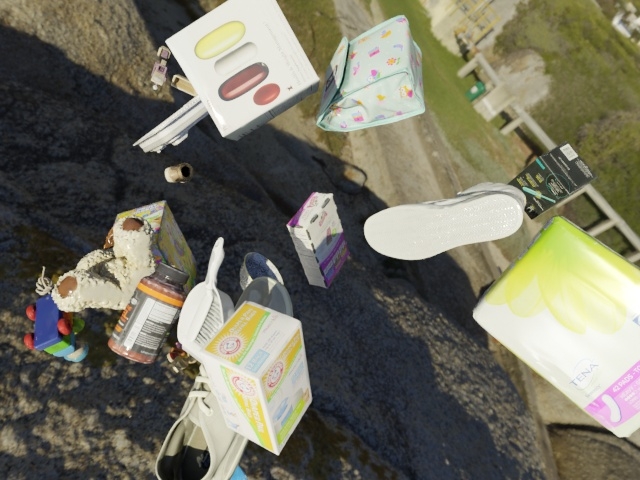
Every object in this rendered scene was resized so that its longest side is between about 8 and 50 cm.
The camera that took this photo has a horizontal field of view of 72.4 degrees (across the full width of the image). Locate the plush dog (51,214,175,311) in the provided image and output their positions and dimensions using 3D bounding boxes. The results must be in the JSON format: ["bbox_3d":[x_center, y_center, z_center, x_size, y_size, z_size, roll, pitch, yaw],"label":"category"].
[{"bbox_3d":[-0.499,0.082,1.051,0.262,0.225,0.211,-55,134,-27],"label":"plush dog"}]

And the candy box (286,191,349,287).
[{"bbox_3d":[0.000,0.000,1.272,0.159,0.071,0.234,-54,140,-38],"label":"candy box"}]

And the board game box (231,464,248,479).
[{"bbox_3d":[-0.356,0.857,1.586,0.086,0.308,0.302,-28,37,-31],"label":"board game box"}]

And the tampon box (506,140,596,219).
[{"bbox_3d":[0.590,-0.151,1.133,0.101,0.161,0.120,-28,77,-17],"label":"tampon box"}]

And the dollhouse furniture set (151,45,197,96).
[{"bbox_3d":[-0.341,-0.382,1.038,0.114,0.091,0.081,20,45,-25],"label":"dollhouse furniture set"}]

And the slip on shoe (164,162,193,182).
[{"bbox_3d":[-0.352,-0.176,1.128,0.135,0.041,0.052,-52,132,-78],"label":"slip on shoe"}]

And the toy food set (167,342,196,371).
[{"bbox_3d":[-0.393,0.324,1.239,0.078,0.019,0.122,50,18,9],"label":"toy food set"}]

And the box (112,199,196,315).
[{"bbox_3d":[-0.552,0.072,1.462,0.279,0.176,0.290,-108,-178,-55],"label":"box"}]

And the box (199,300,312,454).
[{"bbox_3d":[-0.090,0.210,0.670,0.103,0.203,0.114,16,42,25],"label":"box"}]

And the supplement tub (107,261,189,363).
[{"bbox_3d":[-0.351,0.147,0.919,0.106,0.106,0.198,30,79,-28],"label":"supplement tub"}]

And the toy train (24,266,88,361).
[{"bbox_3d":[-0.684,0.195,1.162,0.143,0.105,0.248,72,-8,-50],"label":"toy train"}]

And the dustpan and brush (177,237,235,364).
[{"bbox_3d":[-0.186,0.101,0.735,0.060,0.147,0.211,26,82,-45],"label":"dustpan and brush"}]

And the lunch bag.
[{"bbox_3d":[0.111,-0.396,1.083,0.160,0.262,0.224,46,41,-46],"label":"lunch bag"}]

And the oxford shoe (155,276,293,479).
[{"bbox_3d":[-0.180,0.280,0.848,0.130,0.169,0.450,35,74,-52],"label":"oxford shoe"}]

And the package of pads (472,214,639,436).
[{"bbox_3d":[0.430,0.133,0.705,0.296,0.229,0.101,42,24,19],"label":"package of pads"}]

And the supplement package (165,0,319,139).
[{"bbox_3d":[-0.137,-0.327,0.830,0.194,0.203,0.149,59,4,-10],"label":"supplement package"}]

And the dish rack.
[{"bbox_3d":[-0.419,-0.389,1.387,0.333,0.285,0.072,-48,118,-26],"label":"dish rack"}]

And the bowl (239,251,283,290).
[{"bbox_3d":[-0.206,0.129,1.408,0.170,0.080,0.170,43,22,-22],"label":"bowl"}]

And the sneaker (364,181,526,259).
[{"bbox_3d":[0.245,-0.040,0.852,0.169,0.292,0.108,-27,107,-56],"label":"sneaker"}]
